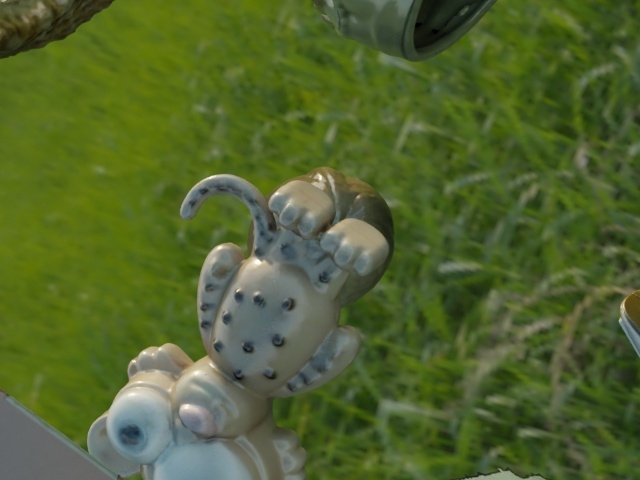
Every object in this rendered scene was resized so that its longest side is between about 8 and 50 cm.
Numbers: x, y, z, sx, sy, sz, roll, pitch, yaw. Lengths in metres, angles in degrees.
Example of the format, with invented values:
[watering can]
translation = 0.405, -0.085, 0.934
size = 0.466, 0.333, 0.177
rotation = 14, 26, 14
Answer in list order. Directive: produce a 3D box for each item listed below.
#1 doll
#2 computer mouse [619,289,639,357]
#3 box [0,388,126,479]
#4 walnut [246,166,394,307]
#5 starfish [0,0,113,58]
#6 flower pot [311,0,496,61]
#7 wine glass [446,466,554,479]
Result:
[doll]
translation = -0.059, 0.086, 1.275
size = 0.154, 0.119, 0.278
rotation = 28, 113, 12
[computer mouse]
translation = 0.410, 0.143, 2.071
size = 0.045, 0.102, 0.199
rotation = -32, 84, 39
[box]
translation = -0.131, 0.199, 0.793
size = 0.215, 0.215, 0.086
rotation = -53, 0, -36
[walnut]
translation = 0.000, 0.001, 1.752
size = 0.162, 0.140, 0.140
rotation = 150, 131, -74
[starfish]
translation = -0.207, -0.100, 0.743
size = 0.375, 0.327, 0.094
rotation = 6, 99, 49
[flower pot]
translation = 0.067, -0.334, 1.641
size = 0.244, 0.307, 0.307
rotation = 37, 106, 15
[wine glass]
translation = 0.061, 0.120, 0.301
size = 0.093, 0.093, 0.202
rotation = -59, 29, 13
